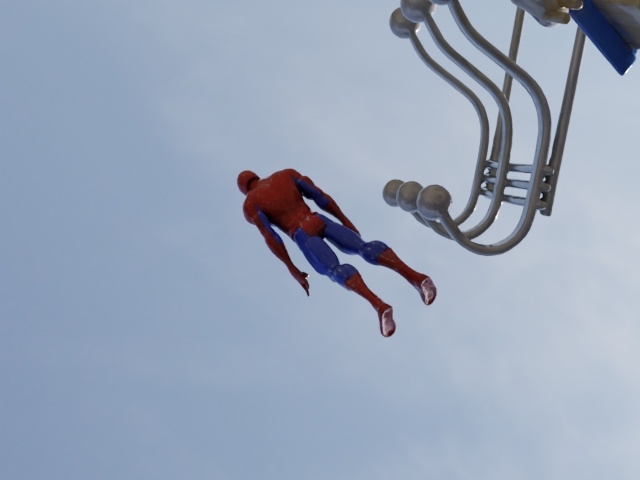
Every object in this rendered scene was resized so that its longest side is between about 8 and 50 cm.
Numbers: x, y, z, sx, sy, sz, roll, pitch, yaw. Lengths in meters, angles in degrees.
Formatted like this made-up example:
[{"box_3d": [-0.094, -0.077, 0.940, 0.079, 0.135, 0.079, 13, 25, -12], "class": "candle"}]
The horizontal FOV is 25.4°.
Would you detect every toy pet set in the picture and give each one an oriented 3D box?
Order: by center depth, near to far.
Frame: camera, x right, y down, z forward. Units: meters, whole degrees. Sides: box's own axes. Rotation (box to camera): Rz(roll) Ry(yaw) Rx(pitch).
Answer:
[{"box_3d": [0.121, -0.135, 0.591, 0.122, 0.114, 0.065, -49, -152, -3], "class": "toy pet set"}]

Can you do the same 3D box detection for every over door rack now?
[{"box_3d": [0.112, -0.159, 0.805, 0.108, 0.324, 0.239, 22, -177, -3], "class": "over door rack"}]

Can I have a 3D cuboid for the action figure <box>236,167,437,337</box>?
[{"box_3d": [0.000, 0.000, 0.622, 0.038, 0.030, 0.115, -39, -125, -15], "class": "action figure"}]
